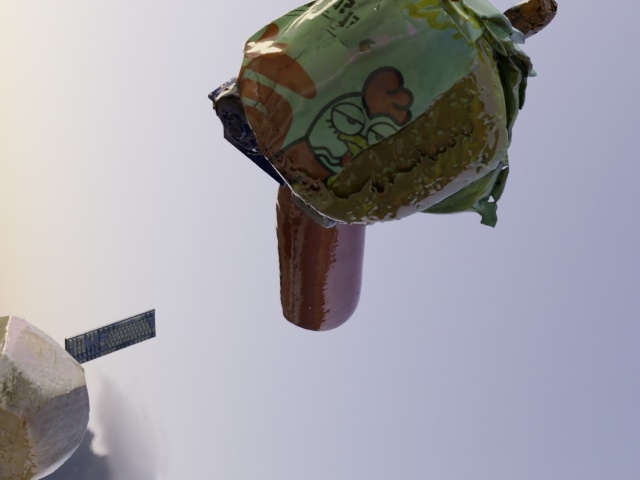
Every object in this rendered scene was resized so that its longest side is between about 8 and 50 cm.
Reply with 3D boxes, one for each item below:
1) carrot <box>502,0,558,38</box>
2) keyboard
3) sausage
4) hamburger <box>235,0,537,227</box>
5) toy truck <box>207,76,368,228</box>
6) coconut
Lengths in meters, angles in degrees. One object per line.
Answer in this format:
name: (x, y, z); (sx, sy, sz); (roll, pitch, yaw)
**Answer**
carrot: (0.334, -0.377, 1.768); (0.228, 0.069, 0.069); (-28, -109, 51)
keyboard: (-0.346, 0.161, 1.608); (0.014, 0.176, 0.055); (20, -63, 40)
sausage: (0.000, 0.000, 1.171); (0.259, 0.113, 0.114); (89, -20, -48)
hamburger: (0.064, -0.091, 0.743); (0.214, 0.125, 0.235); (-14, -67, 29)
toy truck: (-0.003, -0.100, 0.980); (0.213, 0.161, 0.177); (41, -28, 17)
coconut: (-0.426, 0.217, 1.301); (0.197, 0.237, 0.237); (-49, -141, 12)
